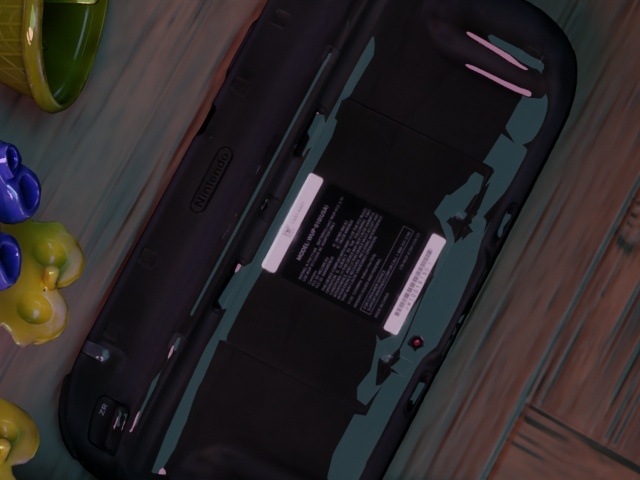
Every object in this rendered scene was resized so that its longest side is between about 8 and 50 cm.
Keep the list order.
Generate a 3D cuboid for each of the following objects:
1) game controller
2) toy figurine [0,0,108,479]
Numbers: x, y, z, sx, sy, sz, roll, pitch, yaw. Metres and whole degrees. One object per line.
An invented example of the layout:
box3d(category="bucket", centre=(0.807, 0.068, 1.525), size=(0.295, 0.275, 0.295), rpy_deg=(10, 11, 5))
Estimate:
box3d(category="game controller", centre=(0.000, 0.000, 0.978), size=(0.166, 0.067, 0.319), rpy_deg=(28, 84, 1))
box3d(category="toy figurine", centre=(-0.239, -0.043, 0.873), size=(0.217, 0.191, 0.363), rpy_deg=(-7, 51, 20))
